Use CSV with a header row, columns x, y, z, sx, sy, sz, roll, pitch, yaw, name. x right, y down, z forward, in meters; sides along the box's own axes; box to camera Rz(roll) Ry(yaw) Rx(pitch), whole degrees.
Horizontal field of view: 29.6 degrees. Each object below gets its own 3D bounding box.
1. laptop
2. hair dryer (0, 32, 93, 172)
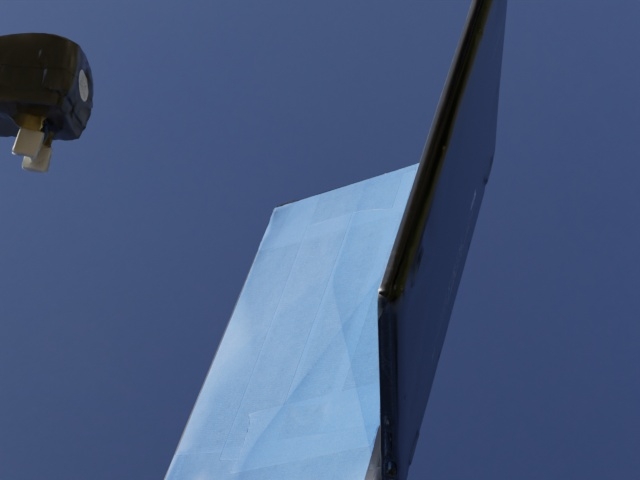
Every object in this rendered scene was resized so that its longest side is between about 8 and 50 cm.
x,y,z,sx,sy,sz,roll,pitch,yaw,name
0.000,0.000,1.008,0.236,0.408,0.382,10,-128,12,laptop
-0.231,-0.036,0.371,0.293,0.080,0.224,15,-134,2,hair dryer
